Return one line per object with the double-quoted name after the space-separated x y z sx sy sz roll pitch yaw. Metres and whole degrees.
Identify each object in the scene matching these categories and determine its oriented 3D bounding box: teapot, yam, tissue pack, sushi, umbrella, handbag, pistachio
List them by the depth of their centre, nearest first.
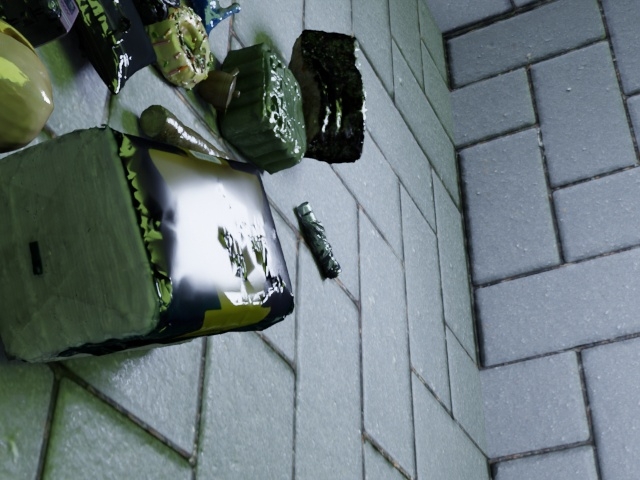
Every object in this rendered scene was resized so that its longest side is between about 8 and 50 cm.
-0.425 -0.201 1.189 0.229 0.157 0.157 43 36 -44 "pistachio"
-0.234 0.017 1.344 0.416 0.253 0.264 9 67 -69 "tissue pack"
-0.351 -0.369 1.559 0.211 0.088 0.254 -74 142 -64 "handbag"
-0.228 -0.167 1.761 0.274 0.061 0.061 33 45 -61 "yam"
-0.303 -0.522 1.779 0.118 0.118 0.340 52 25 -44 "umbrella"
-0.193 -0.301 1.922 0.110 0.080 0.085 -74 -178 -49 "teapot"
0.000 0.000 2.226 0.046 0.050 0.188 -33 109 -34 "umbrella"
0.012 -0.330 2.253 0.211 0.170 0.350 100 -13 -58 "sushi"

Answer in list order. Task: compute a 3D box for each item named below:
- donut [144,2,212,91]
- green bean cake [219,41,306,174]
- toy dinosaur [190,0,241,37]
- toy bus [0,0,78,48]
-0.259 -0.366 1.816 0.174 0.068 0.175 -16 90 -70 "donut"
-0.115 -0.274 2.047 0.227 0.124 0.223 48 33 -58 "green bean cake"
-0.244 -0.483 1.951 0.188 0.075 0.248 -62 138 -52 "toy dinosaur"
-0.424 -0.374 1.367 0.108 0.096 0.199 -82 151 -55 "toy bus"
